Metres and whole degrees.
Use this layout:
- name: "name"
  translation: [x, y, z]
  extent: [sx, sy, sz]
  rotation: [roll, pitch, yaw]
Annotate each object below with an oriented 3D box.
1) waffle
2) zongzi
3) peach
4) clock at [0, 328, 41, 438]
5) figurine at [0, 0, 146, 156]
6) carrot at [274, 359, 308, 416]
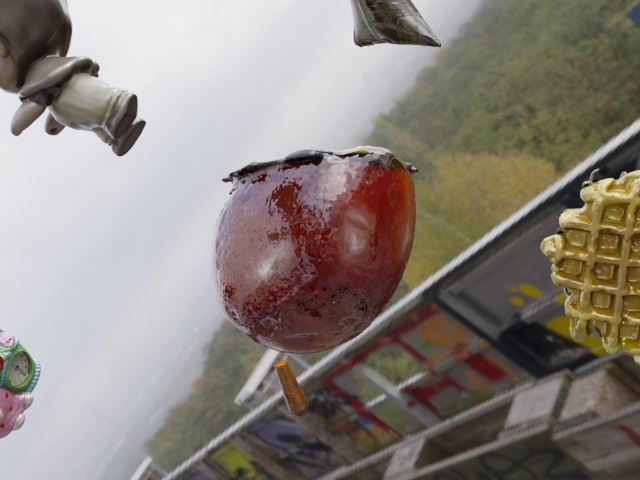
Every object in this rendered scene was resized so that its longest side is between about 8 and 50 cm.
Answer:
- name: "waffle"
  translation: [0.474, 0.025, 1.089]
  extent: [0.329, 0.329, 0.062]
  rotation: [-51, -4, 19]
- name: "zongzi"
  translation: [0.114, -0.406, 1.291]
  extent: [0.084, 0.187, 0.184]
  rotation: [-35, 35, -27]
- name: "peach"
  translation: [0.000, 0.000, 1.410]
  extent: [0.339, 0.353, 0.416]
  rotation: [-1, -54, -41]
- name: "clock"
  translation: [-0.657, 0.269, 1.566]
  extent: [0.195, 0.100, 0.194]
  rotation: [60, -145, -51]
- name: "figurine"
  translation: [-0.414, -0.275, 1.133]
  extent: [0.203, 0.380, 0.248]
  rotation: [-49, -1, 10]
- name: "carrot"
  translation: [-0.043, 0.223, 1.186]
  extent: [0.032, 0.093, 0.032]
  rotation: [-18, 18, 6]
